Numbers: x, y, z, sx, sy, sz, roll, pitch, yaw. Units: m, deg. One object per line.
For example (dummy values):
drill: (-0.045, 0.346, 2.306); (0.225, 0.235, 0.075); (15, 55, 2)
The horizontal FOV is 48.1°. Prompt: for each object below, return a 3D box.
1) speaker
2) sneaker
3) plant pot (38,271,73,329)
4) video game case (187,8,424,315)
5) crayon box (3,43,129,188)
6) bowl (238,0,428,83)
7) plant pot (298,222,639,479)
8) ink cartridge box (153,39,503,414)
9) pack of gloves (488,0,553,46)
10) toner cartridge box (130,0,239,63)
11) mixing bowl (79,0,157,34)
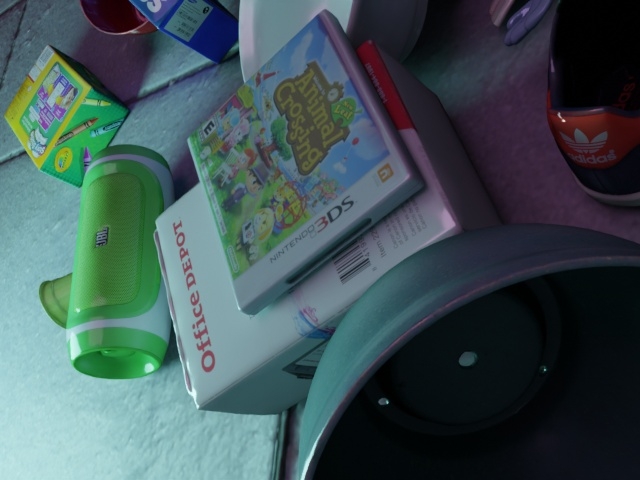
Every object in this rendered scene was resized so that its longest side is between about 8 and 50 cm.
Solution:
speaker: (-0.257, 0.023, 0.939); (0.131, 0.131, 0.296); (-26, 54, 31)
sneaker: (0.261, -0.210, 0.571); (0.131, 0.148, 0.350); (1, 70, 42)
plant pot: (-0.346, 0.075, 1.036); (0.079, 0.083, 0.083); (-31, 50, 11)
video game case: (-0.027, -0.072, 0.632); (0.193, 0.023, 0.212); (-38, 53, 23)
crayon box: (-0.461, -0.228, 1.282); (0.165, 0.081, 0.278); (-55, 44, 6)
bowl: (0.024, -0.265, 0.788); (0.298, 0.134, 0.298); (-3, 86, 63)
plant pot: (0.119, 0.112, 0.472); (0.293, 0.293, 0.196); (-50, 19, 11)
ink cartridge box: (0.000, 0.000, 0.687); (0.306, 0.131, 0.226); (-36, 55, 27)
pack of gloves: (0.232, -0.279, 0.626); (0.195, 0.046, 0.232); (-78, 13, -59)
toner cartridge box: (-0.274, -0.414, 1.051); (0.075, 0.165, 0.348); (-47, 73, 11)
mixing bowl: (-0.300, -0.418, 1.201); (0.181, 0.098, 0.181); (-2, 85, 22)
